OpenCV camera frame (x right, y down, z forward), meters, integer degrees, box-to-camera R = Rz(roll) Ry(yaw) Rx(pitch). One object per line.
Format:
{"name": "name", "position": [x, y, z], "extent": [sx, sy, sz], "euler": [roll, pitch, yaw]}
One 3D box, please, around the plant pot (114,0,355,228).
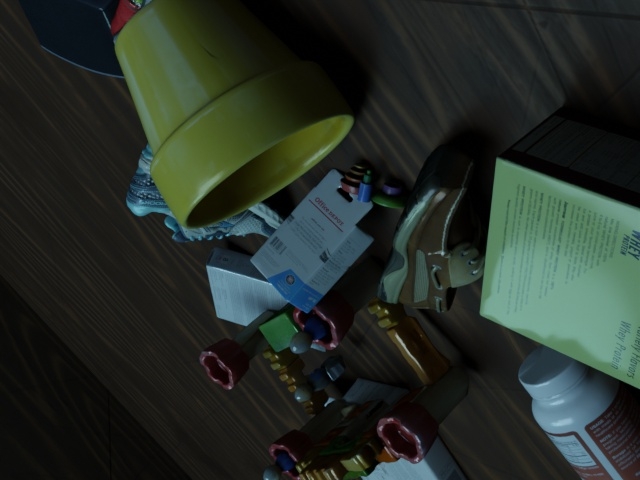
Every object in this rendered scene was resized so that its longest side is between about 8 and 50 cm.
{"name": "plant pot", "position": [-0.125, -0.179, 1.142], "extent": [0.239, 0.254, 0.254], "euler": [57, 154, 8]}

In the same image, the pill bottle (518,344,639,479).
{"name": "pill bottle", "position": [0.357, 0.233, 1.201], "extent": [0.216, 0.121, 0.121], "euler": [51, 152, -15]}

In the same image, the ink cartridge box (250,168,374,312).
{"name": "ink cartridge box", "position": [0.000, 0.000, 1.297], "extent": [0.104, 0.180, 0.060], "euler": [45, -175, 38]}

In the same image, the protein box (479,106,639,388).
{"name": "protein box", "position": [0.286, 0.006, 0.906], "extent": [0.201, 0.136, 0.199], "euler": [25, 133, 32]}

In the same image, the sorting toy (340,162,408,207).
{"name": "sorting toy", "position": [0.072, -0.076, 1.221], "extent": [0.102, 0.061, 0.042], "euler": [20, 112, 25]}

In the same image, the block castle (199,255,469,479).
{"name": "block castle", "position": [-0.002, 0.242, 1.510], "extent": [0.303, 0.213, 0.453], "euler": [54, 146, -4]}

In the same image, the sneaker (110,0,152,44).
{"name": "sneaker", "position": [-0.215, -0.345, 1.187], "extent": [0.118, 0.107, 0.279], "euler": [63, 149, 2]}

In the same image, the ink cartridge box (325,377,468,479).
{"name": "ink cartridge box", "position": [0.129, 0.391, 1.789], "extent": [0.261, 0.066, 0.296], "euler": [3, 132, 51]}

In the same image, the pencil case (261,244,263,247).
{"name": "pencil case", "position": [-0.027, 0.022, 1.468], "extent": [0.152, 0.065, 0.070], "euler": [-1, 87, 53]}

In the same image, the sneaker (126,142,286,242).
{"name": "sneaker", "position": [-0.176, -0.051, 1.405], "extent": [0.283, 0.122, 0.110], "euler": [26, -169, -39]}

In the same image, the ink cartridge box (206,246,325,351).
{"name": "ink cartridge box", "position": [-0.093, 0.111, 1.725], "extent": [0.233, 0.066, 0.189], "euler": [13, 145, 10]}

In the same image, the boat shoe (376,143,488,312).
{"name": "boat shoe", "position": [0.156, -0.003, 1.150], "extent": [0.120, 0.122, 0.324], "euler": [22, 155, 6]}

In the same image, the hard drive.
{"name": "hard drive", "position": [-0.374, -0.340, 1.421], "extent": [0.255, 0.054, 0.172], "euler": [23, 147, 33]}
